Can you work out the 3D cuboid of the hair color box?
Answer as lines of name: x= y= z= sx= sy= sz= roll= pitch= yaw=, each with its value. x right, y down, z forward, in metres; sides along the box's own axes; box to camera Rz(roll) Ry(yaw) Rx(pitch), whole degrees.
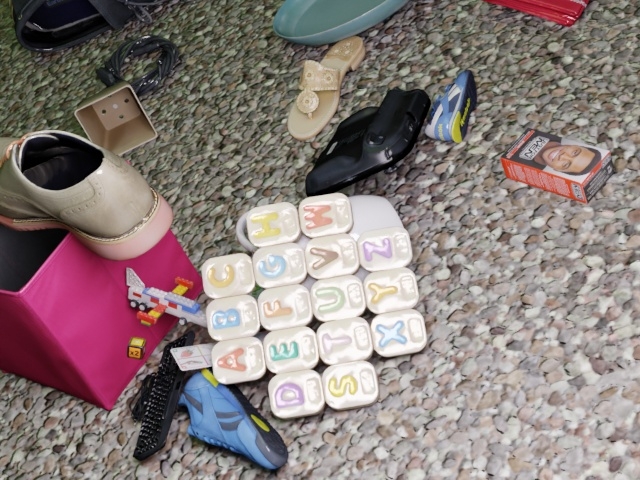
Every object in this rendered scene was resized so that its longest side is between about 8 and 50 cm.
hair color box: x=0.328 y=-0.105 z=1.688 sx=0.141 sy=0.043 sz=0.072 roll=23 pitch=60 yaw=42

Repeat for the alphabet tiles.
alphabet tiles: x=-0.011 y=0.081 z=1.570 sx=0.278 sy=0.021 sz=0.284 roll=-9 pitch=74 yaw=3

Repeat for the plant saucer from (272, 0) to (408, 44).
plant saucer: x=0.064 y=-0.434 z=2.143 sx=0.318 sy=0.043 sz=0.317 roll=-24 pitch=30 yaw=15

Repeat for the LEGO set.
LEGO set: x=-0.156 y=0.099 z=1.647 sx=0.244 sy=0.060 sz=0.182 roll=-7 pitch=33 yaw=-24

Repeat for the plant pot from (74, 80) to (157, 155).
plant pot: x=-0.361 y=-0.222 z=2.151 sx=0.109 sy=0.109 sz=0.096 roll=-25 pitch=28 yaw=3

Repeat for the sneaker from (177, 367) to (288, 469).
sneaker: x=-0.116 y=0.243 z=1.557 sx=0.082 sy=0.069 sz=0.209 roll=-50 pitch=44 yaw=-1

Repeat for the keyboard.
keyboard: x=-0.225 y=0.208 z=1.638 sx=0.100 sy=0.038 sz=0.192 roll=-38 pitch=28 yaw=39

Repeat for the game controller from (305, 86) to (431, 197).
game controller: x=0.071 y=-0.144 z=1.776 sx=0.166 sy=0.067 sz=0.319 roll=-33 pitch=11 yaw=21

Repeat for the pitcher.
pitcher: x=0.000 y=0.000 z=1.670 sx=0.207 sy=0.125 sz=0.177 roll=-25 pitch=64 yaw=-7

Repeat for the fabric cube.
fabric cube: x=-0.373 y=0.047 z=1.750 sx=0.254 sy=0.258 sz=0.259 roll=12 pitch=54 yaw=36

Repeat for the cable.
cable: x=-0.334 y=-0.327 z=2.294 sx=0.150 sy=0.047 sz=0.184 roll=-36 pitch=38 yaw=-17

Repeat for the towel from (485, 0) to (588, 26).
towel: x=0.383 y=-0.470 z=2.014 sx=0.199 sy=0.031 sz=0.275 roll=21 pitch=58 yaw=22

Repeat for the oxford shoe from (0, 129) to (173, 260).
oxford shoe: x=-0.355 y=-0.096 z=1.575 sx=0.397 sy=0.146 sz=0.140 roll=14 pitch=58 yaw=39

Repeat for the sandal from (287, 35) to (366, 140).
sandal: x=-0.003 y=-0.276 z=2.023 sx=0.088 sy=0.079 sz=0.240 roll=6 pitch=50 yaw=33

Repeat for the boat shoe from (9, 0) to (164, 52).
boat shoe: x=-0.403 y=-0.506 z=2.416 sx=0.500 sy=0.187 sz=0.156 roll=-19 pitch=46 yaw=18

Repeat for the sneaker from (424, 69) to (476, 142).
sneaker: x=0.200 y=-0.208 z=1.861 sx=0.059 sy=0.053 sz=0.144 roll=-1 pitch=46 yaw=31
